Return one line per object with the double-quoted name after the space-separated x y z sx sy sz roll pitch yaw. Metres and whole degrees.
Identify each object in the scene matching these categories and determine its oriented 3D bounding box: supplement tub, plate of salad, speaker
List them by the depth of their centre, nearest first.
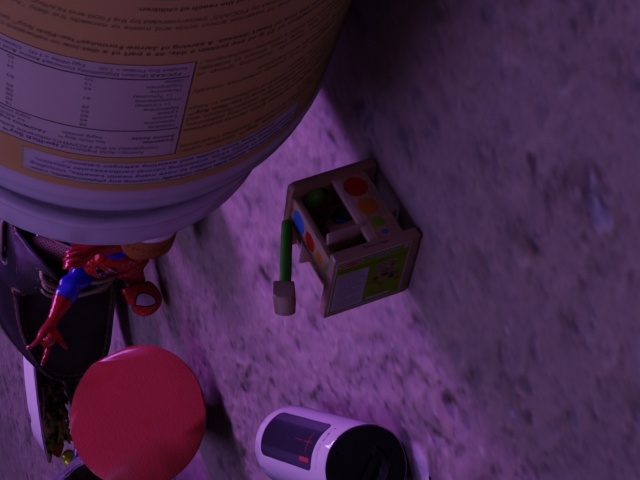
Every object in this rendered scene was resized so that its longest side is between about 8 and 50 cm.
-0.094 -0.160 0.718 0.241 0.241 0.331 65 158 20 "supplement tub"
0.005 0.138 0.971 0.136 0.055 0.055 -2 105 69 "speaker"
-0.331 0.171 1.858 0.200 0.048 0.200 174 90 -85 "plate of salad"

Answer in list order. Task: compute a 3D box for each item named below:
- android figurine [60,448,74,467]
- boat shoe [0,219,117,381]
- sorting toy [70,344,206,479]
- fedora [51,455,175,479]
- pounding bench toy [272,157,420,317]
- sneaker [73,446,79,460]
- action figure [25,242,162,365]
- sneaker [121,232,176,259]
-0.254 0.381 1.839 0.273 0.056 0.248 61 157 24 "android figurine"
-0.251 -0.003 1.412 0.130 0.132 0.355 47 149 50 "boat shoe"
-0.092 0.265 1.306 0.366 0.127 0.126 66 -172 11 "sorting toy"
-0.185 0.328 1.429 0.124 0.244 0.275 35 -161 -36 "fedora"
0.000 0.000 0.829 0.065 0.083 0.052 59 156 31 "pounding bench toy"
-0.224 0.301 1.674 0.082 0.069 0.209 122 128 -69 "sneaker"
-0.234 -0.013 1.263 0.091 0.139 0.280 -20 124 35 "action figure"
-0.197 -0.101 1.225 0.290 0.106 0.123 58 153 31 "sneaker"
